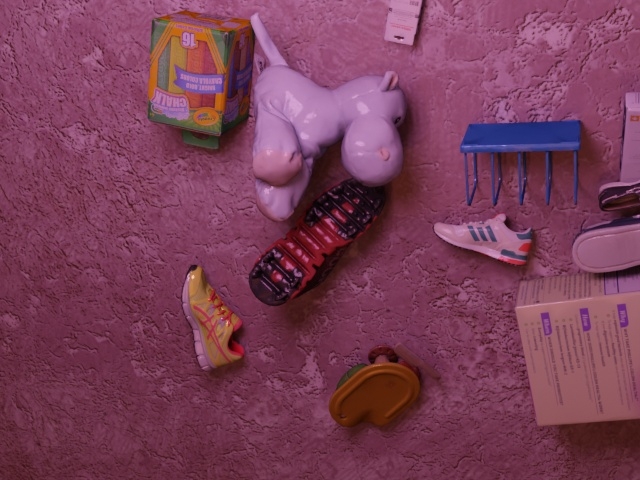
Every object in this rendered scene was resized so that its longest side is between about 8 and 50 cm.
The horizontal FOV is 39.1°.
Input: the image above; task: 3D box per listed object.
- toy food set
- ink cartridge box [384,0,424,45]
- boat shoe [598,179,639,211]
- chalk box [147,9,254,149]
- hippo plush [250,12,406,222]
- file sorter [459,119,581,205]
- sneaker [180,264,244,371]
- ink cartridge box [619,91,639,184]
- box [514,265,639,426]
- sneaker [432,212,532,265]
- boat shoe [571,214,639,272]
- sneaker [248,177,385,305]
[{"bbox_3d":[0.106,0.245,1.593,0.128,0.071,0.218,33,120,-24],"label":"toy food set"},{"bbox_3d":[0.129,-0.345,1.379,0.048,0.028,0.083,15,113,11],"label":"ink cartridge box"},{"bbox_3d":[0.476,-0.069,1.341,0.125,0.038,0.046,-7,141,29],"label":"boat shoe"},{"bbox_3d":[-0.192,-0.249,1.453,0.132,0.132,0.213,12,113,12],"label":"chalk box"},{"bbox_3d":[0.016,-0.170,1.415,0.236,0.234,0.294,-2,67,-1],"label":"hippo plush"},{"bbox_3d":[0.305,-0.115,1.366,0.170,0.118,0.105,1,113,16],"label":"file sorter"},{"bbox_3d":[-0.189,0.136,1.633,0.094,0.081,0.209,-8,114,12],"label":"sneaker"},{"bbox_3d":[0.543,-0.127,1.310,0.206,0.045,0.208,3,141,16],"label":"ink cartridge box"},{"bbox_3d":[0.448,0.165,1.428,0.242,0.117,0.214,-9,107,20],"label":"box"},{"bbox_3d":[0.265,-0.015,1.456,0.161,0.057,0.075,19,97,10],"label":"sneaker"},{"bbox_3d":[0.513,-0.001,1.368,0.254,0.079,0.095,-11,109,22],"label":"boat shoe"},{"bbox_3d":[0.000,0.000,1.512,0.276,0.135,0.097,-44,81,2],"label":"sneaker"}]
